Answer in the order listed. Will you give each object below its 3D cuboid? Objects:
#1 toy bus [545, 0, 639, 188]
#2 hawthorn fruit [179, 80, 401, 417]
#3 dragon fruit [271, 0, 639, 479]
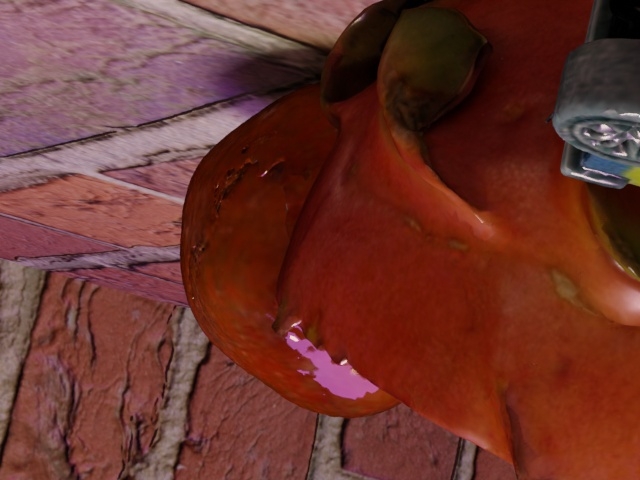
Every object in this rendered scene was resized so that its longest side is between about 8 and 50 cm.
[{"bbox_3d":[0.181,-0.094,0.441,0.190,0.152,0.312,15,169,-1],"label":"toy bus"},{"bbox_3d":[0.000,0.000,1.100,0.211,0.211,0.299,16,178,-27],"label":"hawthorn fruit"},{"bbox_3d":[0.144,-0.026,0.724,0.305,0.226,0.305,18,-167,-4],"label":"dragon fruit"}]
